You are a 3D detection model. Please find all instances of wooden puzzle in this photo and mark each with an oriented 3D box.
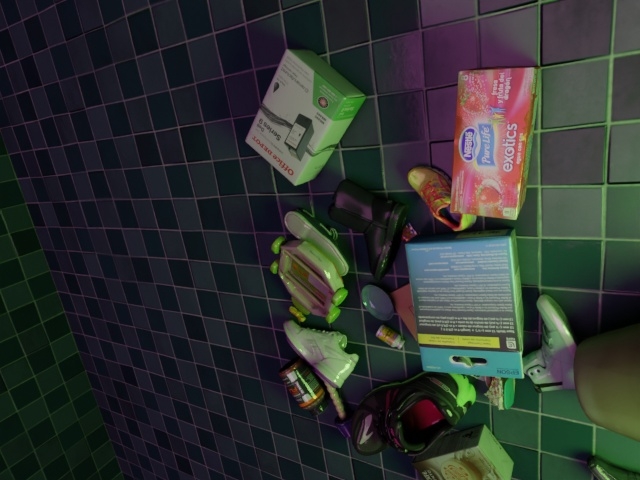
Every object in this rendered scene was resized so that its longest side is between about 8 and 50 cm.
[{"bbox_3d":[0.241,-0.016,1.182,0.083,0.006,0.049,52,127,4],"label":"wooden puzzle"}]

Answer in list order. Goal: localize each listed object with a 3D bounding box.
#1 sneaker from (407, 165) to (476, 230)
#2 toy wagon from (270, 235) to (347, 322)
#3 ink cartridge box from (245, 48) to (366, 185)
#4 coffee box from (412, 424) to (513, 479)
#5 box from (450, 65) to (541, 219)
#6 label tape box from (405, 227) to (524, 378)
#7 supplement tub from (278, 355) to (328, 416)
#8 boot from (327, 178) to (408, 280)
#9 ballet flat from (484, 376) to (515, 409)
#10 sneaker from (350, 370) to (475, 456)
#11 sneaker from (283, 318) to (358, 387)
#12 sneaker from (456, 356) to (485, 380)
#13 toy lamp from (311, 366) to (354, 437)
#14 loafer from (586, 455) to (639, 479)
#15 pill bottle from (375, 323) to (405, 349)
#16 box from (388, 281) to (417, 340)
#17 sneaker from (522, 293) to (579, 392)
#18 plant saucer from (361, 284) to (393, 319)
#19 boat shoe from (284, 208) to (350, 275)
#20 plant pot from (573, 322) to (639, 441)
[{"bbox_3d":[0.292,-0.103,1.060,0.208,0.094,0.082,44,127,11],"label":"sneaker"},{"bbox_3d":[-0.045,0.141,1.349,0.267,0.068,0.345,40,148,19],"label":"toy wagon"},{"bbox_3d":[-0.048,-0.326,1.166,0.211,0.121,0.289,42,126,11],"label":"ink cartridge box"},{"bbox_3d":[0.420,0.664,1.287,0.246,0.098,0.141,-40,85,37],"label":"coffee box"},{"bbox_3d":[0.375,-0.213,0.928,0.142,0.154,0.300,10,115,29],"label":"box"},{"bbox_3d":[0.367,0.154,1.082,0.248,0.115,0.348,-4,102,30],"label":"label tape box"},{"bbox_3d":[-0.055,0.517,1.522,0.106,0.106,0.198,-36,88,37],"label":"supplement tub"},{"bbox_3d":[0.119,-0.032,1.200,0.207,0.094,0.247,26,125,26],"label":"boot"},{"bbox_3d":[0.471,0.336,1.137,0.077,0.091,0.241,21,118,49],"label":"ballet flat"},{"bbox_3d":[0.234,0.533,1.286,0.185,0.202,0.483,48,126,8],"label":"sneaker"},{"bbox_3d":[0.000,0.346,1.432,0.305,0.152,0.114,36,166,36],"label":"sneaker"},{"bbox_3d":[0.411,0.365,1.189,0.098,0.069,0.038,39,125,13],"label":"sneaker"},{"bbox_3d":[0.054,0.547,1.487,0.080,0.080,0.275,-18,96,36],"label":"toy lamp"},{"bbox_3d":[0.773,0.599,1.058,0.223,0.076,0.078,31,118,13],"label":"loafer"},{"bbox_3d":[0.212,0.292,1.302,0.083,0.043,0.044,31,123,18],"label":"pill bottle"},{"bbox_3d":[0.306,0.179,1.211,0.201,0.021,0.165,-35,89,37],"label":"box"},{"bbox_3d":[0.541,0.261,1.046,0.151,0.094,0.256,-24,98,30],"label":"sneaker"},{"bbox_3d":[0.173,0.180,1.279,0.119,0.021,0.120,29,134,34],"label":"plant saucer"},{"bbox_3d":[0.000,0.000,1.295,0.254,0.079,0.095,41,128,15],"label":"boat shoe"},{"bbox_3d":[0.697,0.289,0.863,0.280,0.323,0.324,-21,97,53],"label":"plant pot"}]
